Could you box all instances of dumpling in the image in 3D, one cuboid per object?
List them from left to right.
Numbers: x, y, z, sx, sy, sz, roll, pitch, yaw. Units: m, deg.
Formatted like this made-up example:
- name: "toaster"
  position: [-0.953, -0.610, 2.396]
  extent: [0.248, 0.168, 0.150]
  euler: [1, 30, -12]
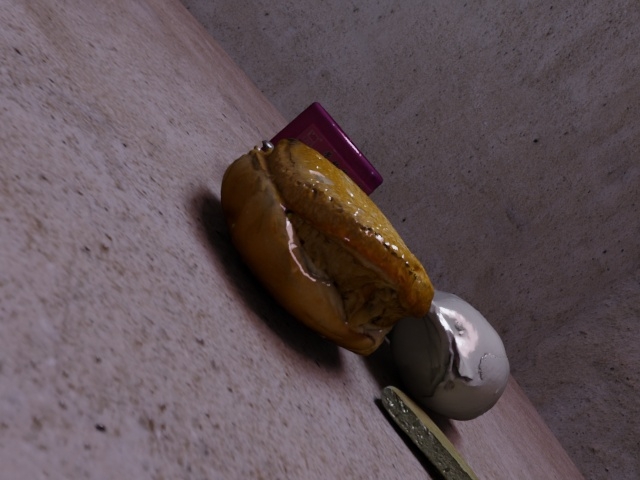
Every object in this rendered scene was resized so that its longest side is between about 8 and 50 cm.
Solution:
- name: "dumpling"
  position: [0.200, 0.167, 1.065]
  extent: [0.341, 0.181, 0.260]
  euler: [19, 35, -48]

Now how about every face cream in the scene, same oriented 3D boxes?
- name: "face cream"
  position: [-0.022, -0.100, 1.037]
  extent: [0.175, 0.195, 0.175]
  euler: [48, 8, -9]

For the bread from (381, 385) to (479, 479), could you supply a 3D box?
- name: "bread"
  position: [0.151, 0.277, 0.870]
  extent: [0.193, 0.036, 0.112]
  euler: [48, 4, 11]

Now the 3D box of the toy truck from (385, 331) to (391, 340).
- name: "toy truck"
  position: [0.163, 0.162, 1.240]
  extent: [0.147, 0.079, 0.065]
  euler: [49, 10, -11]

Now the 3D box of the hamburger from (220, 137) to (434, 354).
- name: "hamburger"
  position: [0.000, 0.000, 0.823]
  extent: [0.290, 0.170, 0.314]
  euler: [45, 9, -46]
